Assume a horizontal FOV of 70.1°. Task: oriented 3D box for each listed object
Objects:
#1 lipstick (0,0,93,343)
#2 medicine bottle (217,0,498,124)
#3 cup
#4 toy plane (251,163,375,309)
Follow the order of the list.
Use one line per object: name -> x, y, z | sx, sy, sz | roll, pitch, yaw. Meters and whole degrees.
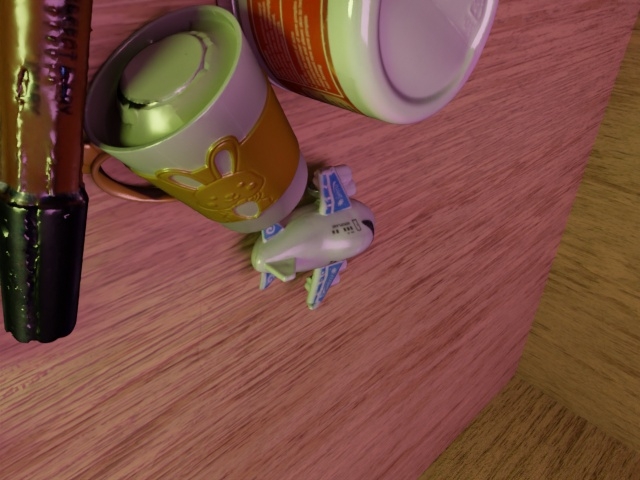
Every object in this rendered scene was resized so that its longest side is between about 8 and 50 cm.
lipstick -> -0.245, -0.091, 0.404 | 0.077, 0.077, 0.417 | -9, 124, -44
medicine bottle -> 0.045, -0.286, 0.539 | 0.253, 0.241, 0.252 | -27, 133, -33
cup -> -0.147, -0.109, 0.528 | 0.241, 0.185, 0.226 | -24, 148, 11
toy plane -> -0.004, -0.002, 0.771 | 0.267, 0.123, 0.266 | -29, 134, -35
